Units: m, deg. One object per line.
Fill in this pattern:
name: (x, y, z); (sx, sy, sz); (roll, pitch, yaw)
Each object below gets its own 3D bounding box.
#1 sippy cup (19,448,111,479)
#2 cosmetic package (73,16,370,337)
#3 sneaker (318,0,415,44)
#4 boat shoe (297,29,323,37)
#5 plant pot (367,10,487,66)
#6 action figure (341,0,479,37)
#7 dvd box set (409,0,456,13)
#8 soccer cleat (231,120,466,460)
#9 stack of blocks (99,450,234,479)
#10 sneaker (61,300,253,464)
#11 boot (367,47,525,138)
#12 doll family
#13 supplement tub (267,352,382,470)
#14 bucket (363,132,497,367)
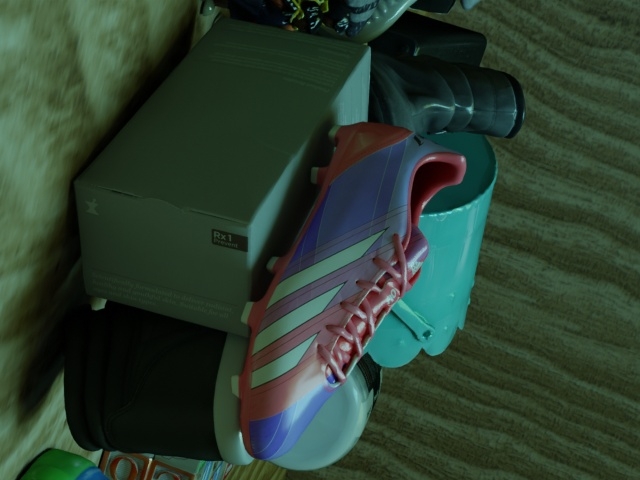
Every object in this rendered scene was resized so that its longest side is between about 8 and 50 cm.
sippy cup: (-0.136, 0.299, 1.052); (0.305, 0.224, 0.240); (-60, 168, -59)
cosmetic package: (-0.060, -0.052, 0.988); (0.238, 0.127, 0.107); (-58, 157, -45)
sneaker: (0.081, -0.340, 1.490); (0.150, 0.135, 0.366); (86, 25, -69)
boat shoe: (0.001, -0.214, 1.550); (0.190, 0.068, 0.072); (-62, -173, 3)
plant pot: (0.060, -0.181, 1.662); (0.167, 0.187, 0.188); (-8, 118, -69)
action figure: (0.089, -0.240, 1.108); (0.178, 0.341, 0.330); (-52, 174, 1)
dvd box set: (0.167, -0.496, 1.735); (0.307, 0.062, 0.421); (-61, 160, -84)
soccer cleat: (0.018, 0.029, 0.917); (0.083, 0.095, 0.248); (75, 31, -56)
stack of blocks: (-0.126, 0.168, 1.406); (0.297, 0.087, 0.171); (-47, 155, -77)
sneaker: (-0.103, 0.047, 1.034); (0.296, 0.146, 0.105); (-79, 165, -56)
boot: (0.086, -0.122, 1.264); (0.338, 0.222, 0.118); (-127, -138, -65)
doll family: (-0.025, -0.184, 1.082); (0.193, 0.111, 0.076); (52, 58, -83)
supplement tub: (-0.009, 0.218, 2.172); (0.316, 0.193, 0.194); (-40, 149, -78)
bucket: (0.039, -0.028, 1.448); (0.281, 0.281, 0.183); (-64, 170, -53)
